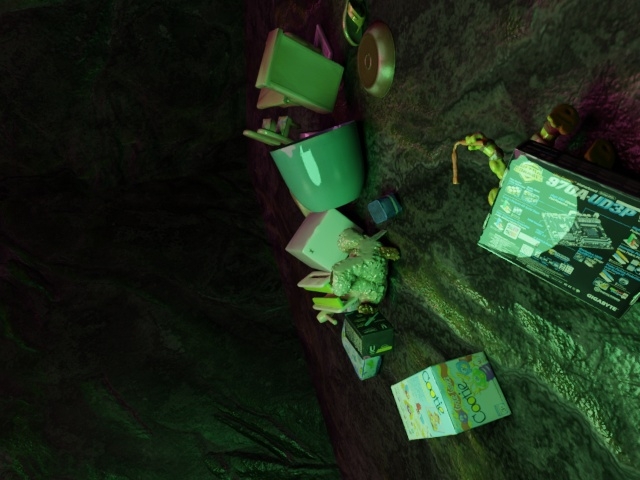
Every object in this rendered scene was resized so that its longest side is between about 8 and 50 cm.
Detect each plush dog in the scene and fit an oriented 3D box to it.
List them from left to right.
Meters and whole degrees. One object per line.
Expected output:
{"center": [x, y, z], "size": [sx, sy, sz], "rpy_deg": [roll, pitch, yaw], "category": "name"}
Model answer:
{"center": [0.156, 0.107, 1.331], "size": [0.262, 0.211, 0.225], "rpy_deg": [-77, -21, -45], "category": "plush dog"}

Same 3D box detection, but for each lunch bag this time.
{"center": [0.156, 0.417, 1.614], "size": [0.219, 0.090, 0.175], "rpy_deg": [-119, 25, -47], "category": "lunch bag"}
{"center": [0.189, -0.095, 1.210], "size": [0.067, 0.065, 0.098], "rpy_deg": [64, 163, -2], "category": "lunch bag"}

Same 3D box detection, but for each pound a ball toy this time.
{"center": [0.048, 0.215, 1.604], "size": [0.208, 0.136, 0.319], "rpy_deg": [56, 159, -7], "category": "pound a ball toy"}

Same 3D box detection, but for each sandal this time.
{"center": [0.102, -0.644, 1.161], "size": [0.049, 0.072, 0.179], "rpy_deg": [29, 127, 42], "category": "sandal"}

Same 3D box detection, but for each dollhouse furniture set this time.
{"center": [-0.149, -0.547, 1.440], "size": [0.394, 0.257, 0.361], "rpy_deg": [18, 93, 55], "category": "dollhouse furniture set"}

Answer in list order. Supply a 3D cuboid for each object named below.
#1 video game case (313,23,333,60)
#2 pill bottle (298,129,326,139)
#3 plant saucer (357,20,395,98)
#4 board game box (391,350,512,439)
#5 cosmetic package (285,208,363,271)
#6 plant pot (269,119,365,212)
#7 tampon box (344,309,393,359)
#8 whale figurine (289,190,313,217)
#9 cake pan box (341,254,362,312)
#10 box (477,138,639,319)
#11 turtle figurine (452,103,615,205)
{"center": [0.006, -0.686, 1.532], "size": [0.143, 0.019, 0.157], "rpy_deg": [108, 146, -60], "category": "video game case"}
{"center": [-0.003, -0.272, 1.577], "size": [0.160, 0.161, 0.282], "rpy_deg": [-139, 41, -65], "category": "pill bottle"}
{"center": [0.145, -0.496, 1.146], "size": [0.199, 0.036, 0.198], "rpy_deg": [169, 90, -75], "category": "plant saucer"}
{"center": [0.299, 0.383, 1.002], "size": [0.275, 0.142, 0.144], "rpy_deg": [109, 147, -61], "category": "board game box"}
{"center": [0.000, 0.000, 1.592], "size": [0.155, 0.196, 0.365], "rpy_deg": [36, 173, -13], "category": "cosmetic package"}
{"center": [0.012, -0.232, 1.361], "size": [0.234, 0.293, 0.293], "rpy_deg": [70, 167, -16], "category": "plant pot"}
{"center": [0.168, 0.323, 1.454], "size": [0.161, 0.121, 0.101], "rpy_deg": [-133, 36, -63], "category": "tampon box"}
{"center": [-0.029, -0.170, 1.850], "size": [0.271, 0.141, 0.216], "rpy_deg": [60, 176, -34], "category": "whale figurine"}
{"center": [0.089, 0.165, 1.725], "size": [0.246, 0.070, 0.266], "rpy_deg": [152, 107, -71], "category": "cake pan box"}
{"center": [0.348, -0.017, 0.571], "size": [0.220, 0.051, 0.175], "rpy_deg": [34, 140, 31], "category": "box"}
{"center": [0.340, -0.092, 0.653], "size": [0.269, 0.087, 0.217], "rpy_deg": [63, 156, 14], "category": "turtle figurine"}
